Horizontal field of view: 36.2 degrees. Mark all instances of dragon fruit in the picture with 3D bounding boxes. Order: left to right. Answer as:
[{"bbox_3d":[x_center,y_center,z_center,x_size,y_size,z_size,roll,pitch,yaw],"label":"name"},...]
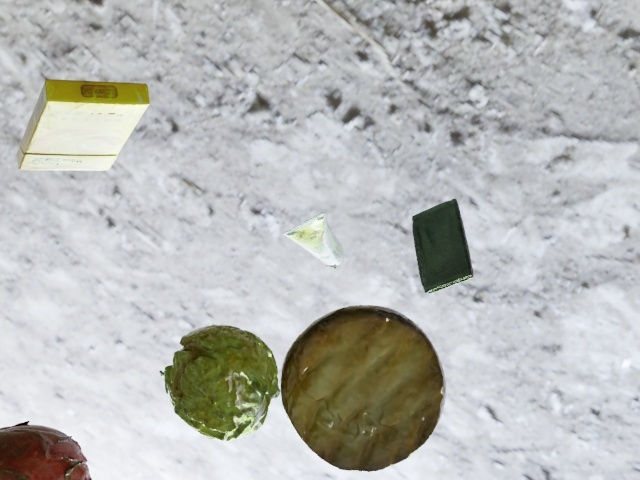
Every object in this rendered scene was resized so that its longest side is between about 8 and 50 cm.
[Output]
[{"bbox_3d":[-0.511,0.425,1.654,0.241,0.252,0.241,45,166,15],"label":"dragon fruit"}]

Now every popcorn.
[{"bbox_3d":[-0.164,0.236,1.599,0.198,0.198,0.212,31,162,5],"label":"popcorn"}]

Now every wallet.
[{"bbox_3d":[0.183,0.010,1.473,0.088,0.129,0.026,-24,152,32],"label":"wallet"}]

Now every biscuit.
[{"bbox_3d":[0.076,0.259,1.741,0.296,0.296,0.102,34,-178,1],"label":"biscuit"}]

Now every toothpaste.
[{"bbox_3d":[0.000,0.000,1.809,0.056,0.058,0.314,19,173,14],"label":"toothpaste"}]

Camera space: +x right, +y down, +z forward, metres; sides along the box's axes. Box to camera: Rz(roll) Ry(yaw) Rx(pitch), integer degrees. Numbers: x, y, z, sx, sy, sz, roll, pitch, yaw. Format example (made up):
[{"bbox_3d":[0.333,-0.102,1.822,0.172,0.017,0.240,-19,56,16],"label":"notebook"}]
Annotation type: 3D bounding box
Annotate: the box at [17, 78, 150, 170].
[{"bbox_3d":[-0.371,-0.172,1.509,0.152,0.043,0.269,0,163,-27],"label":"box"}]
